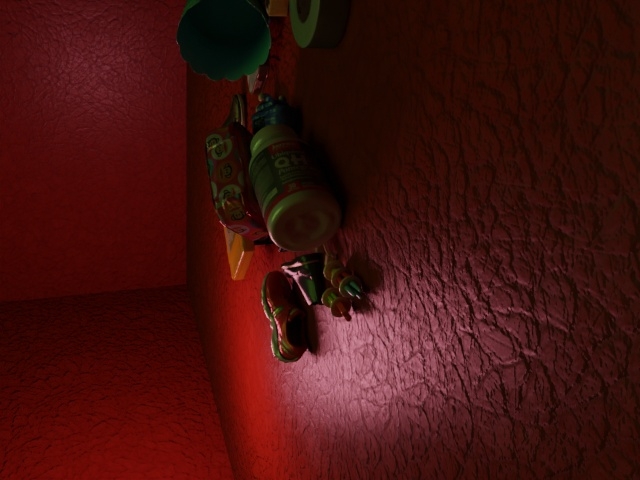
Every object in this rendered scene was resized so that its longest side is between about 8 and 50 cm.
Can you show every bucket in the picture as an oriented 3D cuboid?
[{"bbox_3d":[-0.275,-0.627,1.833,0.281,0.281,0.183,106,166,-46],"label":"bucket"}]

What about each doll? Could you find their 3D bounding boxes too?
[{"bbox_3d":[-0.136,-0.368,1.847,0.189,0.046,0.129,49,131,50],"label":"doll"}]

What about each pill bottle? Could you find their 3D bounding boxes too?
[{"bbox_3d":[-0.075,-0.140,1.522,0.176,0.176,0.318,103,154,-42],"label":"pill bottle"}]

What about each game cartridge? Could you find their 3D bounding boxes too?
[{"bbox_3d":[-0.284,-0.056,2.104,0.285,0.053,0.323,120,143,-61],"label":"game cartridge"}]

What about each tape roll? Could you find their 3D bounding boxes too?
[{"bbox_3d":[-0.005,-0.539,1.387,0.219,0.072,0.219,175,90,-72],"label":"tape roll"}]

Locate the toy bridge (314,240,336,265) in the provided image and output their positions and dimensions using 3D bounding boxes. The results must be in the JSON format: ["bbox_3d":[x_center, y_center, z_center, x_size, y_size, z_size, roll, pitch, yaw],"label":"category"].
[{"bbox_3d":[0.000,0.000,1.569,0.188,0.026,0.063,-129,40,-59],"label":"toy bridge"}]

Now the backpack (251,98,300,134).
[{"bbox_3d":[-0.119,-0.331,1.701,0.120,0.098,0.101,-2,93,46],"label":"backpack"}]

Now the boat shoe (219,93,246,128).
[{"bbox_3d":[-0.327,-0.410,2.317,0.095,0.095,0.257,-136,45,-63],"label":"boat shoe"}]

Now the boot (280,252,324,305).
[{"bbox_3d":[-0.047,0.117,1.672,0.198,0.077,0.137,146,112,-70],"label":"boot"}]

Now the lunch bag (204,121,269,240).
[{"bbox_3d":[-0.198,-0.150,1.708,0.258,0.120,0.293,37,-142,-63],"label":"lunch bag"}]

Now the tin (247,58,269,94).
[{"bbox_3d":[-0.203,-0.545,2.021,0.189,0.040,0.106,127,139,-63],"label":"tin"}]

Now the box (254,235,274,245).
[{"bbox_3d":[-0.204,-0.075,2.065,0.180,0.078,0.147,-145,54,-66],"label":"box"}]

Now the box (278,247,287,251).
[{"bbox_3d":[-0.106,-0.106,1.814,0.175,0.051,0.220,111,148,-51],"label":"box"}]

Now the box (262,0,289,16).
[{"bbox_3d":[-0.110,-0.725,1.669,0.087,0.058,0.232,-115,28,-46],"label":"box"}]

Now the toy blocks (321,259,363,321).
[{"bbox_3d":[0.054,0.124,1.398,0.148,0.054,0.123,-137,46,-62],"label":"toy blocks"}]

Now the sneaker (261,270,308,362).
[{"bbox_3d":[-0.089,0.209,1.812,0.118,0.107,0.279,-37,61,46],"label":"sneaker"}]
